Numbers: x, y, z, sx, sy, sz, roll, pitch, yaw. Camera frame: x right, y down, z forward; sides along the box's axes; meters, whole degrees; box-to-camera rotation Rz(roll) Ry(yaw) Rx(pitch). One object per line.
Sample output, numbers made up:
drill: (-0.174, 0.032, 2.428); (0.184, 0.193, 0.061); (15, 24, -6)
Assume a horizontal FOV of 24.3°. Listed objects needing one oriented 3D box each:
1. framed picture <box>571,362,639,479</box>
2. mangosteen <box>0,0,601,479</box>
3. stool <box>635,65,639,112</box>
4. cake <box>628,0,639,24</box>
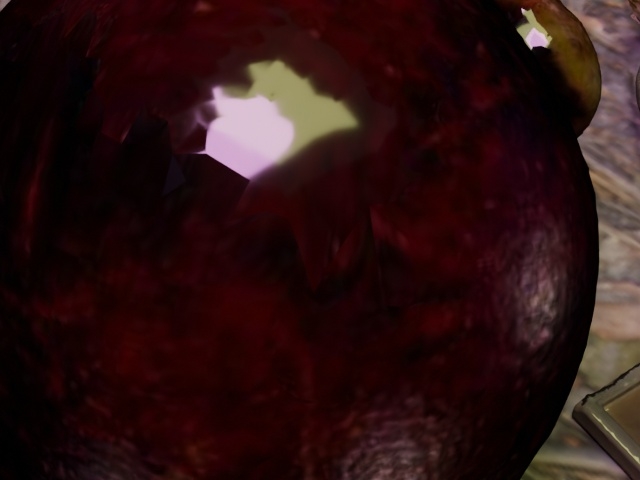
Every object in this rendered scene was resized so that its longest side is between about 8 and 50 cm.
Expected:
framed picture: (0.299, 0.085, 0.715); (0.289, 0.016, 0.213); (-29, 57, -22)
mangosteen: (-0.016, 0.008, 0.605); (0.293, 0.297, 0.297); (21, 43, -34)
stool: (0.344, -0.139, 0.724); (0.310, 0.226, 0.310); (-21, 37, -17)
cake: (0.256, -0.198, 0.849); (0.116, 0.080, 0.184); (10, 70, 39)
